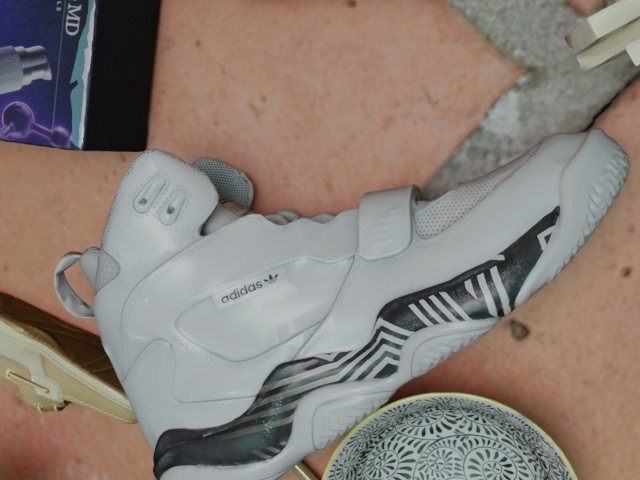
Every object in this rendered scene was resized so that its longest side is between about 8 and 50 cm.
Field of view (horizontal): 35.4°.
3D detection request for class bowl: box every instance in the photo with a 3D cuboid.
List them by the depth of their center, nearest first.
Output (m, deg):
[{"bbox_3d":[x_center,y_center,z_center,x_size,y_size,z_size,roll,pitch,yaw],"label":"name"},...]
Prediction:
[{"bbox_3d":[0.088,0.173,0.667,0.170,0.080,0.170,1,97,11],"label":"bowl"}]

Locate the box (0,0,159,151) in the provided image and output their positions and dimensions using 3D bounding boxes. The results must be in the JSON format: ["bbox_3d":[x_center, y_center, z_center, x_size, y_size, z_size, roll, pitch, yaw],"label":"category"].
[{"bbox_3d":[-0.224,-0.147,0.688,0.207,0.108,0.153,7,96,11],"label":"box"}]

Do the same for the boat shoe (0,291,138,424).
[{"bbox_3d":[-0.196,0.095,0.733,0.170,0.063,0.059,26,103,18],"label":"boat shoe"}]

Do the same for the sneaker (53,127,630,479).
[{"bbox_3d":[0.000,0.000,0.640,0.365,0.137,0.210,-37,85,10],"label":"sneaker"}]

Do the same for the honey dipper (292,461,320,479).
[{"bbox_3d":[0.012,0.191,0.715,0.160,0.030,0.030,45,102,9],"label":"honey dipper"}]

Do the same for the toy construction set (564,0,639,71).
[{"bbox_3d":[0.176,-0.247,0.538,0.151,0.215,0.328,-14,93,15],"label":"toy construction set"}]
